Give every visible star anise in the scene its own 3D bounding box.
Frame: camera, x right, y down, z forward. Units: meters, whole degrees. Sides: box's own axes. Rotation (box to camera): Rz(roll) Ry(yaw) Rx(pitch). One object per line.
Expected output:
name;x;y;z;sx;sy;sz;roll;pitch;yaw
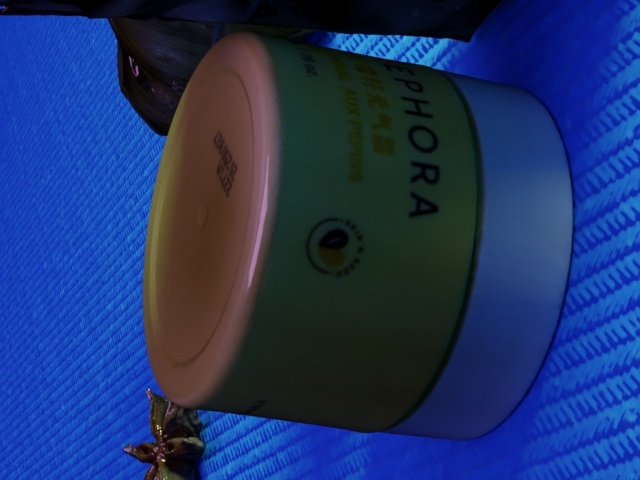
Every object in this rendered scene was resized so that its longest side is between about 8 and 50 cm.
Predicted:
star anise;-0.133;0.192;1.376;0.141;0.042;0.141;-38;46;55

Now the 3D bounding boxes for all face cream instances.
face cream;0.013;0.000;0.908;0.218;0.179;0.218;-171;90;-68

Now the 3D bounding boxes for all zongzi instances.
zongzi;-0.154;-0.196;1.277;0.251;0.274;0.125;130;150;-52

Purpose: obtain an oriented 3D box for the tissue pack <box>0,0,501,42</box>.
tissue pack;-0.008;-0.206;0.844;0.245;0.332;0.123;-53;47;46
